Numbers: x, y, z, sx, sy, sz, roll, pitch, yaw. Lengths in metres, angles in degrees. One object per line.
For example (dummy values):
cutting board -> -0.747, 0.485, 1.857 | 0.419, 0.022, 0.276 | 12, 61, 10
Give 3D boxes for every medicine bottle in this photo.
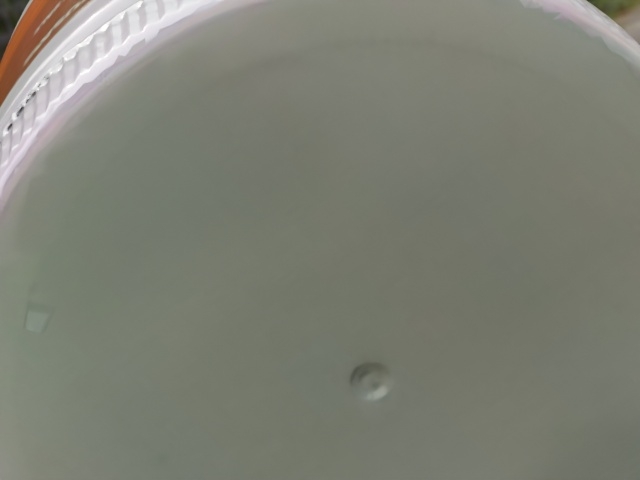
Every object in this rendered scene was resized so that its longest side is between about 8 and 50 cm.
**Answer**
medicine bottle -> 0.000, 0.000, 0.579 | 0.252, 0.252, 0.241 | -20, 21, 0
